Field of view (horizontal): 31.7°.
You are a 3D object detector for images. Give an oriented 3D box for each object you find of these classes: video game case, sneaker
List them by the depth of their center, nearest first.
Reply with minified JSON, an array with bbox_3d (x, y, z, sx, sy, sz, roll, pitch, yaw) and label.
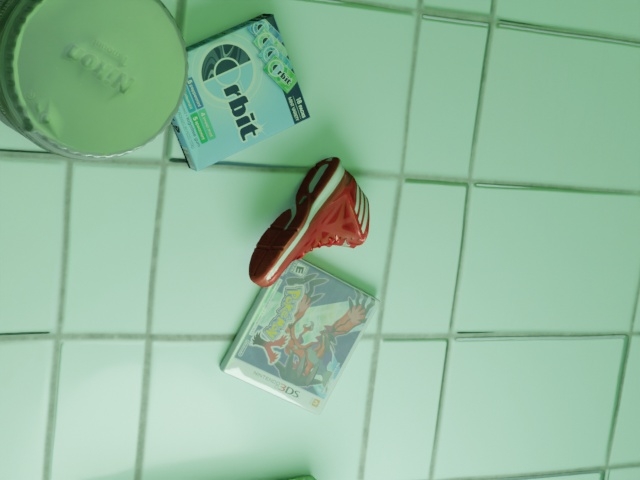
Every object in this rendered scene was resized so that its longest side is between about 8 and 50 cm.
[{"bbox_3d":[0.000,0.000,1.624,0.128,0.087,0.221,43,74,-27],"label":"sneaker"},{"bbox_3d":[-0.028,0.140,1.689,0.183,0.023,0.201,29,89,-28],"label":"video game case"}]

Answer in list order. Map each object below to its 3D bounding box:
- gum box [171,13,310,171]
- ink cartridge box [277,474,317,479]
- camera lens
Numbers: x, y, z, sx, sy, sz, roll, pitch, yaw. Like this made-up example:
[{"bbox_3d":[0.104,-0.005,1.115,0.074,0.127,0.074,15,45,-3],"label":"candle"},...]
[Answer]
[{"bbox_3d":[-0.123,-0.205,1.555,0.184,0.041,0.157,-27,112,-18],"label":"gum box"},{"bbox_3d":[-0.151,0.482,1.657,0.353,0.119,0.207,-4,104,-25],"label":"ink cartridge box"},{"bbox_3d":[-0.291,-0.214,1.342,0.219,0.274,0.219,-6,104,-24],"label":"camera lens"}]
